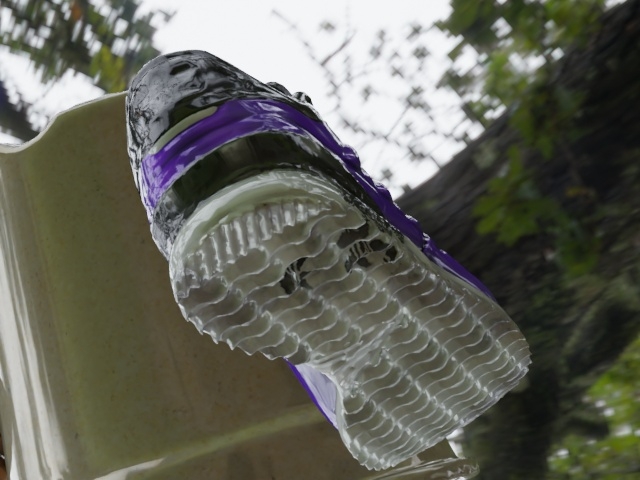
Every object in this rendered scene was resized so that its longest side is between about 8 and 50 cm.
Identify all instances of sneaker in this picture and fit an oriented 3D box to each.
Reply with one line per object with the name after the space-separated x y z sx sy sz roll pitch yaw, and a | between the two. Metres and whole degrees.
0.001 -0.001 0.901 0.102 0.293 0.146 -35 -123 6 | sneaker

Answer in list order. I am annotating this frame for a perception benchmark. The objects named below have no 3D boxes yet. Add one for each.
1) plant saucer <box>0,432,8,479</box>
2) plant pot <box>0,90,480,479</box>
-0.229 0.128 1.322 0.013 0.083 0.083 -22 -95 0 | plant saucer
-0.097 0.068 1.322 0.334 0.334 0.305 -15 -101 -16 | plant pot
